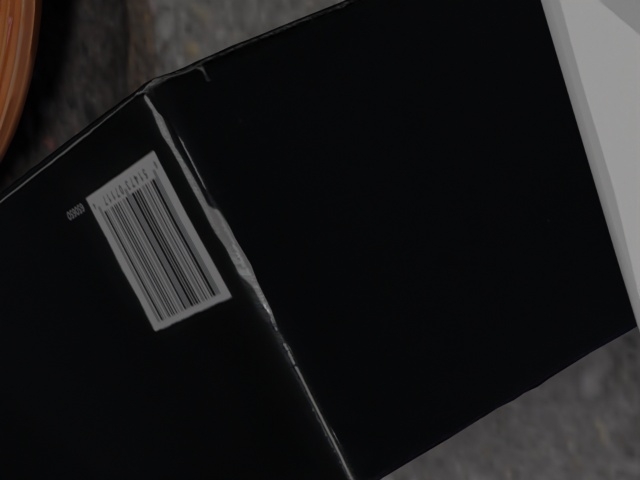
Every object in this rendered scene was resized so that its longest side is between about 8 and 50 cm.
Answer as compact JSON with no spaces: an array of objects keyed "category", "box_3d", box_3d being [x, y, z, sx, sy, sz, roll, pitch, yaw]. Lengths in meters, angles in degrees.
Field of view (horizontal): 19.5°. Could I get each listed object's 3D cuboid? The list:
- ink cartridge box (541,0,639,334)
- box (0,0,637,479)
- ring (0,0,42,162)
[{"category":"ink cartridge box","box_3d":[0.200,-0.053,0.308,0.307,0.129,0.223,-18,82,22]},{"category":"box","box_3d":[0.000,0.000,0.528,0.103,0.184,0.261,61,152,-2]},{"category":"ring","box_3d":[-0.230,-0.162,0.856,0.337,0.032,0.336,16,113,41]}]
